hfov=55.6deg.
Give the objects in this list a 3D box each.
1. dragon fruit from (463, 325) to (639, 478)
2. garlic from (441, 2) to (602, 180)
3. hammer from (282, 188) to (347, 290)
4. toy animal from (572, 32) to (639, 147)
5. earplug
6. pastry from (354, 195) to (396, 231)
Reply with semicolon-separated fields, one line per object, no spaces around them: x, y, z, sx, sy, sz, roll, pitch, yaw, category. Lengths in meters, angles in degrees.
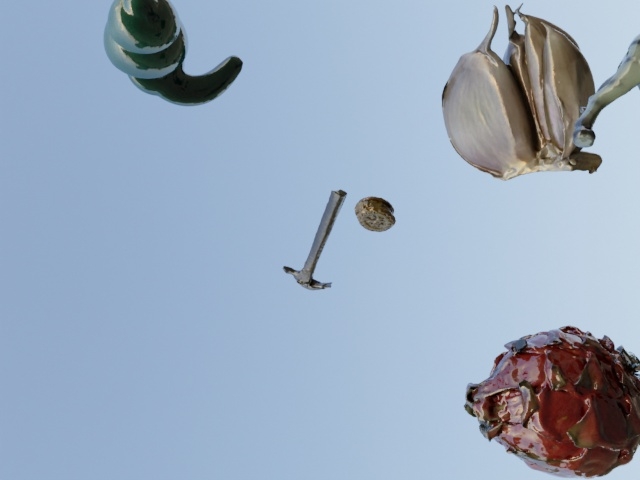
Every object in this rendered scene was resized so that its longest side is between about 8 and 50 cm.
0.385;0.263;0.996;0.298;0.244;0.244;1;-91;3;dragon fruit
0.320;-0.221;0.979;0.210;0.237;0.292;-21;-90;-2;garlic
-0.001;0.000;1.322;0.125;0.297;0.027;28;-137;9;hammer
0.285;-0.134;0.402;0.073;0.217;0.176;45;-130;-34;toy animal
-0.308;-0.386;1.226;0.257;0.280;0.164;19;-106;3;earplug
0.140;-0.068;1.550;0.097;0.109;0.057;92;-171;-54;pastry
